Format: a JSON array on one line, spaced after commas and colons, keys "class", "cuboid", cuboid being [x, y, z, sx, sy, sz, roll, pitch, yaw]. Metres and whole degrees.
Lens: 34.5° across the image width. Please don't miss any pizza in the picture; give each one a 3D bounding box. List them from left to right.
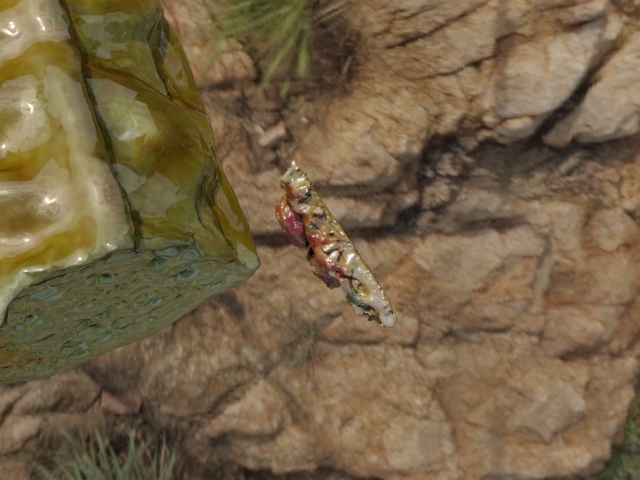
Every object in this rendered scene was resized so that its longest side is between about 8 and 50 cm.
[{"class": "pizza", "cuboid": [0.000, 0.000, 1.073, 0.053, 0.201, 0.193, -33, 113, 1]}]

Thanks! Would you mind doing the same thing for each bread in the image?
[{"class": "bread", "cuboid": [-0.171, -0.048, 0.614, 0.196, 0.238, 0.252, -38, 69, 28]}]
